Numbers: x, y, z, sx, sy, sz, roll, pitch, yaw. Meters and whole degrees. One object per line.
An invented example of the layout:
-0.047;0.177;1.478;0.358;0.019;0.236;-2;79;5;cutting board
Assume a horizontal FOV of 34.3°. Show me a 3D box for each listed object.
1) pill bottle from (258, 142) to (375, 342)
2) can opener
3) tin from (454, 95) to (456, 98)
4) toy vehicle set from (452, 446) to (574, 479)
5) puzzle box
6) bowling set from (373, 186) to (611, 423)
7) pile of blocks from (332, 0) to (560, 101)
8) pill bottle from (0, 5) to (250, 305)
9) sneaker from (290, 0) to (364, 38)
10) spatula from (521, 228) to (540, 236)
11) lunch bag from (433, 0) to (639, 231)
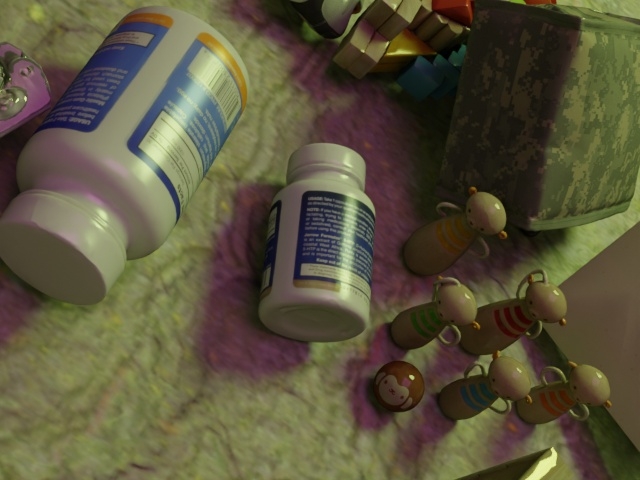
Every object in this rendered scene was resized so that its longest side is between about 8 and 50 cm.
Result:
0.000;0.000;1.067;0.112;0.112;0.187;18;60;-24;pill bottle
-0.366;-0.081;0.915;0.283;0.095;0.076;-37;96;-25;can opener
0.185;-0.261;1.351;0.106;0.040;0.190;-16;78;-31;tin
0.101;0.294;0.958;0.267;0.166;0.035;-33;87;-37;toy vehicle set
0.460;0.154;1.138;0.409;0.272;0.052;55;20;17;puzzle box
0.165;0.115;1.088;0.287;0.154;0.200;51;52;-1;bowling set
0.191;-0.247;1.255;0.362;0.112;0.149;-16;78;-35;pile of blocks
-0.185;-0.078;0.965;0.152;0.152;0.272;35;55;-13;pill bottle
0.030;-0.346;1.270;0.108;0.100;0.272;55;45;-29;sneaker
0.336;-0.099;1.371;0.084;0.030;0.296;45;53;-1;spatula
0.290;-0.148;1.201;0.287;0.169;0.235;-5;112;-44;lunch bag
